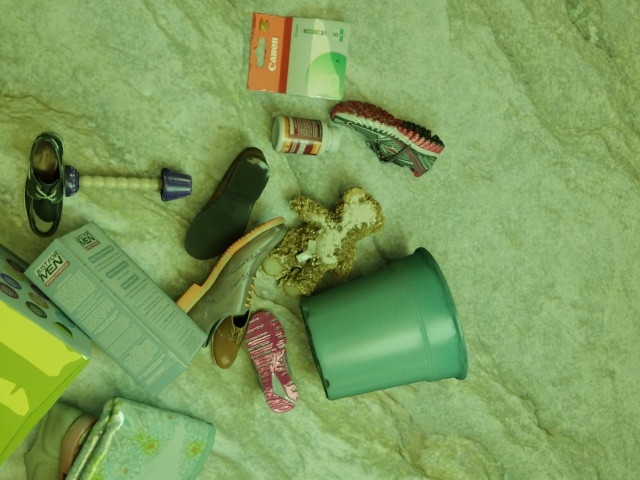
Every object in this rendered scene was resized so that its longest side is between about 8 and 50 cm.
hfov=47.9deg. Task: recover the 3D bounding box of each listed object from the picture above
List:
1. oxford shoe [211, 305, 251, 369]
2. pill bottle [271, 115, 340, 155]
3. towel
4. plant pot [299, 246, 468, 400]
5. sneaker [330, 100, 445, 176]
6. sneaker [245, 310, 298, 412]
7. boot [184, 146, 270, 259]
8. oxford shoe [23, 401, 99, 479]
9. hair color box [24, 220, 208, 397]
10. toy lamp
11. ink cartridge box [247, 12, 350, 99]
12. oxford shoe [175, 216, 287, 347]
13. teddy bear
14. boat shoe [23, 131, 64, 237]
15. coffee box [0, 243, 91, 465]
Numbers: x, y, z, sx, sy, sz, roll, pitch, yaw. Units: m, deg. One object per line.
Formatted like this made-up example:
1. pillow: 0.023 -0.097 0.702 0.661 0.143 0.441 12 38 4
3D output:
1. oxford shoe: -0.218 0.225 1.769 0.076 0.076 0.213 10 101 -21
2. pill bottle: -0.035 -0.246 1.708 0.151 0.086 0.086 3 102 -18
3. towel: -0.442 0.569 1.688 0.320 0.090 0.375 33 82 -50
4. plant pot: 0.139 0.222 1.767 0.333 0.341 0.341 -16 107 -5
5. sneaker: 0.157 -0.247 1.758 0.299 0.121 0.112 22 116 -16
6. sneaker: -0.129 0.303 1.805 0.102 0.111 0.253 -11 84 -12
7. boot: -0.216 -0.086 1.688 0.112 0.115 0.305 29 112 -22
8. oxford shoe: -0.630 0.556 1.706 0.146 0.140 0.397 26 105 16
9. hair color box: -0.431 0.143 1.561 0.113 0.185 0.374 -42 96 13
10. toy lamp: -0.428 -0.127 1.615 0.274 0.080 0.080 -1 103 -17
11. ink cartridge box: -0.049 -0.429 1.680 0.224 0.056 0.181 2 102 -20
12. oxford shoe: -0.191 0.096 1.695 0.133 0.130 0.364 45 98 7
13. teddy bear: 0.000 0.000 1.781 0.245 0.113 0.338 30 100 -15
14. boat shoe: -0.600 -0.116 1.562 0.083 0.079 0.233 4 103 -20
15. coffee box: -0.708 0.221 1.468 0.337 0.334 0.338 41 88 -22
